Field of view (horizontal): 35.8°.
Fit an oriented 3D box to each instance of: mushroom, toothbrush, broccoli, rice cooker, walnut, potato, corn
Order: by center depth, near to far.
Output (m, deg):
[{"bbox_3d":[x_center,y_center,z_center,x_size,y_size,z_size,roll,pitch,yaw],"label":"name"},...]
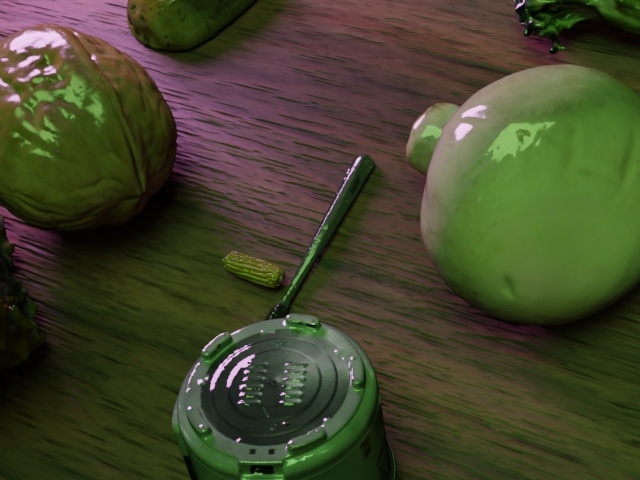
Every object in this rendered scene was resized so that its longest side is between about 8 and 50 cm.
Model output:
[{"bbox_3d":[-0.038,0.232,1.139,0.241,0.227,0.280,-5,42,7],"label":"rice cooker"},{"bbox_3d":[0.244,-0.068,1.183,0.356,0.315,0.315,33,75,15],"label":"mushroom"},{"bbox_3d":[-0.091,0.040,1.356,0.092,0.037,0.037,21,70,21],"label":"corn"},{"bbox_3d":[0.000,0.000,1.360,0.030,0.030,0.297,30,70,-2],"label":"toothbrush"},{"bbox_3d":[0.416,-0.328,1.378,0.304,0.165,0.145,27,40,11],"label":"broccoli"},{"bbox_3d":[-0.348,-0.151,1.391,0.313,0.277,0.252,44,111,23],"label":"walnut"},{"bbox_3d":[-0.197,-0.426,1.580,0.271,0.111,0.160,-40,60,-9],"label":"potato"}]

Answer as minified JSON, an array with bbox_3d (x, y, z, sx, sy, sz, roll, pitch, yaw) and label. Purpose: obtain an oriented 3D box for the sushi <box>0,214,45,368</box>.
[{"bbox_3d":[-0.527,0.040,1.264,0.240,0.396,0.351,-27,68,-6],"label":"sushi"}]
